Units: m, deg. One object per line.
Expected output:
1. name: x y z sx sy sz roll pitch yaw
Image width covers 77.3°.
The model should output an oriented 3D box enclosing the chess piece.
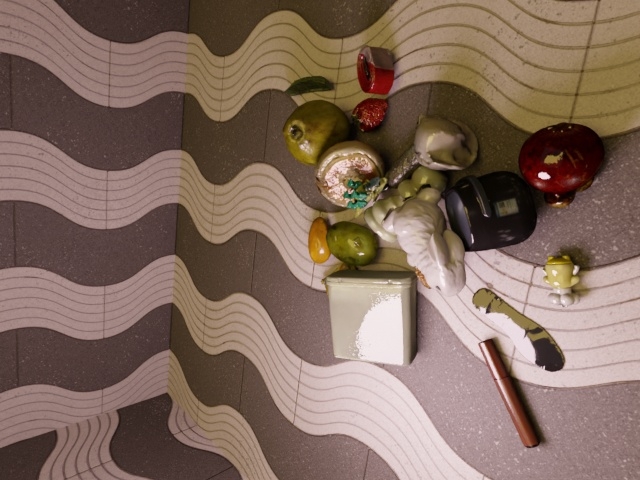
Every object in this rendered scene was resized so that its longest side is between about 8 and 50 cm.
1. chess piece: 0.338 -0.158 1.539 0.330 0.182 0.182 -46 62 30

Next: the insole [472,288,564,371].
1. insole: 0.662 0.296 1.356 0.348 0.009 0.119 45 121 32

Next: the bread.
1. bread: 0.120 -0.287 1.685 0.305 0.305 0.158 -49 25 35

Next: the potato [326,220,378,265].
1. potato: 0.139 0.014 1.758 0.253 0.148 0.186 39 132 27

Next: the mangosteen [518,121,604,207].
1. mangosteen: 0.697 -0.209 1.165 0.215 0.215 0.257 8 126 44

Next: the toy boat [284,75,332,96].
1. toy boat: -0.062 -0.749 1.938 0.293 0.093 0.055 10 82 43

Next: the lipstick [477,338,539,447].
1. lipstick: 0.637 0.514 1.362 0.057 0.057 0.356 -35 70 40

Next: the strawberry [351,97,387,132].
1. strawberry: 0.206 -0.530 1.681 0.148 0.131 0.131 -39 57 -9

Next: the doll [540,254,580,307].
1. doll: 0.740 0.127 1.230 0.106 0.062 0.162 -6 88 49

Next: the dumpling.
1. dumpling: 0.441 -0.353 1.399 0.175 0.227 0.243 114 158 -86

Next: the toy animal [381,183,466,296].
1. toy animal: 0.373 0.009 1.341 0.357 0.194 0.258 -118 35 -42

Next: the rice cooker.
1. rice cooker: 0.534 -0.094 1.268 0.224 0.267 0.267 -16 80 4

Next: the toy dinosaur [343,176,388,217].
1. toy dinosaur: 0.162 -0.169 1.625 0.259 0.153 0.094 123 140 -49

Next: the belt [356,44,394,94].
1. belt: 0.231 -0.693 1.632 0.128 0.124 0.201 147 116 -62

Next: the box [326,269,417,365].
1. box: 0.211 0.303 1.631 0.352 0.177 0.343 0 94 26

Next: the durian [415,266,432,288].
1. durian: 0.427 0.104 1.485 0.158 0.137 0.168 36 126 40

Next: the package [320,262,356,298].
1. package: 0.094 0.194 1.845 0.226 0.090 0.168 -45 54 31

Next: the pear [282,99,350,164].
1. pear: -0.029 -0.466 1.750 0.287 0.375 0.287 8 108 26

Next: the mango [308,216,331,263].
1. mango: 0.000 0.000 1.919 0.147 0.109 0.227 -162 73 -68

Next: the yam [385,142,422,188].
1. yam: 0.338 -0.289 1.566 0.183 0.107 0.107 -45 63 39
